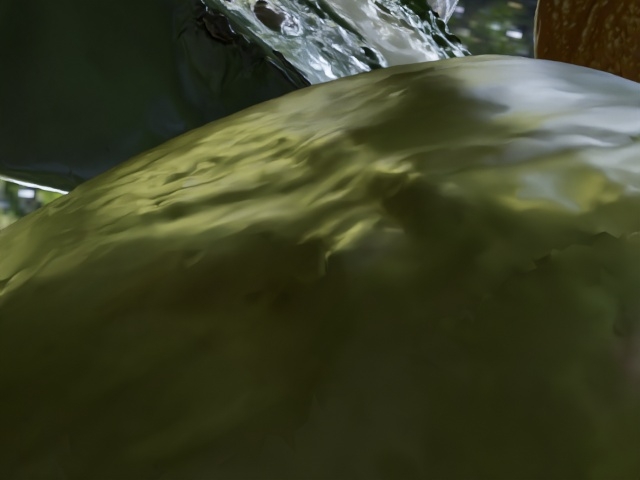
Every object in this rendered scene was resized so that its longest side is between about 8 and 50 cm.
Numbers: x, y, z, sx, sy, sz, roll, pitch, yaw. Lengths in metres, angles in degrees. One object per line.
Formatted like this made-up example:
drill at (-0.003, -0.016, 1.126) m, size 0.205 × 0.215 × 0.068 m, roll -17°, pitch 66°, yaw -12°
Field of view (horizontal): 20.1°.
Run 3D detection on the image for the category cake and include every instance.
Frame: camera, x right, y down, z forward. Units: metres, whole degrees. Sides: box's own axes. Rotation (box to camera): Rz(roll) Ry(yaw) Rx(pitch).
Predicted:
cake at (-0.024, -0.038, 0.787) m, size 0.283 × 0.158 × 0.172 m, roll 45°, pitch -57°, yaw 21°

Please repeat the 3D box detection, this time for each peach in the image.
peach at (0.028, 0.099, 0.452) m, size 0.281 × 0.316 × 0.314 m, roll -134°, pitch -151°, yaw -55°

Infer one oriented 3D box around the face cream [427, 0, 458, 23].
face cream at (-0.027, -0.254, 1.545) m, size 0.312 × 0.357 × 0.219 m, roll 12°, pitch -126°, yaw 24°

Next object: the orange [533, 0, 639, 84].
orange at (0.336, -0.176, 1.399) m, size 0.340 × 0.293 × 0.340 m, roll -36°, pitch -132°, yaw 54°
